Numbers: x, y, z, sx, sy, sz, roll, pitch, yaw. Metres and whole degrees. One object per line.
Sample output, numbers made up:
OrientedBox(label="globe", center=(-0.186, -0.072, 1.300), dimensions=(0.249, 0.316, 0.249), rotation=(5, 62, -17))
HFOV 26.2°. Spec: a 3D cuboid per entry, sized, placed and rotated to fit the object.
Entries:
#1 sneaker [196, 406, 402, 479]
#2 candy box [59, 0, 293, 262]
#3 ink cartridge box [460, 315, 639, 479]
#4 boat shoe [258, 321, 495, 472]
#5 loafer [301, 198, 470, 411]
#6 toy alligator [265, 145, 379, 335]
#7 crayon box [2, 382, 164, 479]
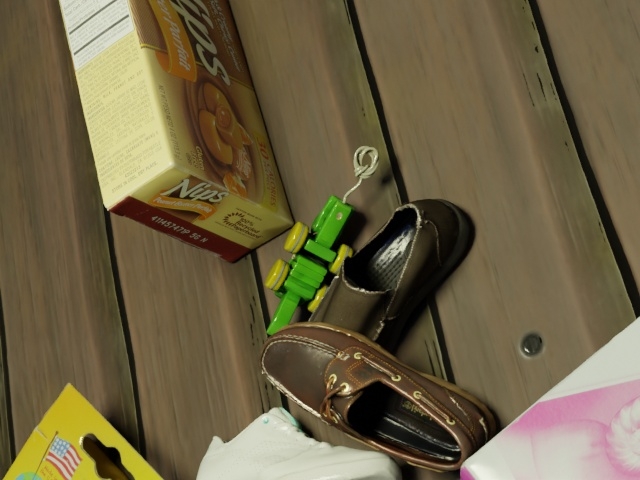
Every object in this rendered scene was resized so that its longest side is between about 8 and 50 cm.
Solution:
OrientedBox(label="sneaker", center=(-0.025, 0.185, 1.173), dimensions=(0.212, 0.080, 0.094), rotation=(-13, 55, 33))
OrientedBox(label="candy box", center=(-0.144, -0.151, 1.304), dimensions=(0.087, 0.183, 0.316), rotation=(-31, 58, 22))
OrientedBox(label="ink cartridge box", center=(0.250, 0.227, 0.921), dimensions=(0.330, 0.071, 0.324), rotation=(-41, 54, 1))
OrientedBox(label="boat shoe", center=(0.038, 0.124, 1.103), dimensions=(0.207, 0.073, 0.073), rotation=(19, 111, 20))
OrientedBox(label="loafer", center=(0.033, 0.048, 1.172), dimensions=(0.080, 0.078, 0.220), rotation=(40, 98, 38))
OrientedBox(label="toy alligator", center=(0.000, 0.000, 1.234), dimensions=(0.190, 0.056, 0.051), rotation=(-62, 11, 1))
OrientedBox(label="crayon box", center=(-0.241, 0.320, 1.271), dimensions=(0.202, 0.081, 0.318), rotation=(38, 98, 38))
